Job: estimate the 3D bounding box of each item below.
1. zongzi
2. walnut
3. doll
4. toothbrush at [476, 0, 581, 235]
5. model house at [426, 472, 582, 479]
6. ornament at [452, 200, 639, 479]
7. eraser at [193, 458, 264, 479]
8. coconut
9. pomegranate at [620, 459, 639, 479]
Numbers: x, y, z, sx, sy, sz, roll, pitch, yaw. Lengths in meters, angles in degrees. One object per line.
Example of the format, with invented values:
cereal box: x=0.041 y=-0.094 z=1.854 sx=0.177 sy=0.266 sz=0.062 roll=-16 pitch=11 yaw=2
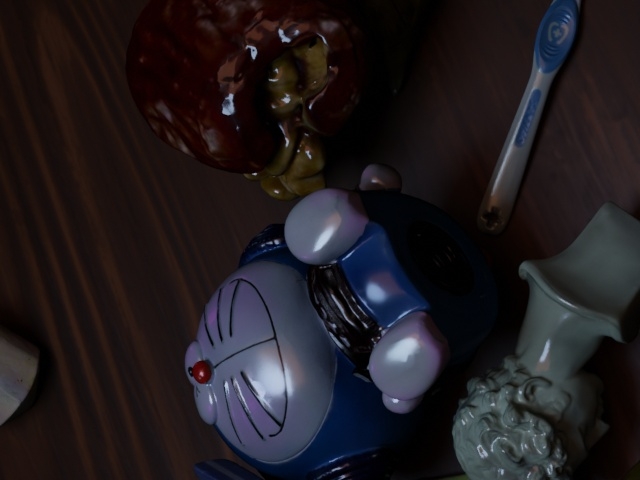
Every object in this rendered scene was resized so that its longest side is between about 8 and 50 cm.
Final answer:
zongzi: x=0.115 y=-0.269 z=1.455 sx=0.205 sy=0.094 sz=0.204 roll=-22 pitch=87 yaw=23
walnut: x=-0.063 y=-0.146 z=1.445 sx=0.269 sy=0.222 sz=0.244 roll=-135 pitch=34 yaw=-63
doll: x=0.013 y=0.097 z=1.385 sx=0.310 sy=0.240 sz=0.284 roll=-42 pitch=58 yaw=35
toothbrush: x=0.222 y=-0.187 z=1.427 sx=0.040 sy=0.040 sz=0.386 roll=24 pitch=102 yaw=27
model house: x=0.110 y=0.316 z=1.317 sx=0.218 sy=0.279 sz=0.205 roll=-18 pitch=81 yaw=27
ornament: x=0.211 y=0.098 z=1.334 sx=0.130 sy=0.120 sz=0.285 roll=20 pitch=83 yaw=26
eraser: x=-0.038 y=0.292 z=1.440 sx=0.036 sy=0.225 sz=0.082 roll=-43 pitch=29 yaw=-20
coconut: x=-0.370 y=0.150 z=1.671 sx=0.116 sy=0.122 sz=0.116 roll=-32 pitch=35 yaw=25
pomegranate: x=0.366 y=0.313 z=1.192 sx=0.323 sy=0.291 sz=0.290 roll=21 pitch=97 yaw=18
